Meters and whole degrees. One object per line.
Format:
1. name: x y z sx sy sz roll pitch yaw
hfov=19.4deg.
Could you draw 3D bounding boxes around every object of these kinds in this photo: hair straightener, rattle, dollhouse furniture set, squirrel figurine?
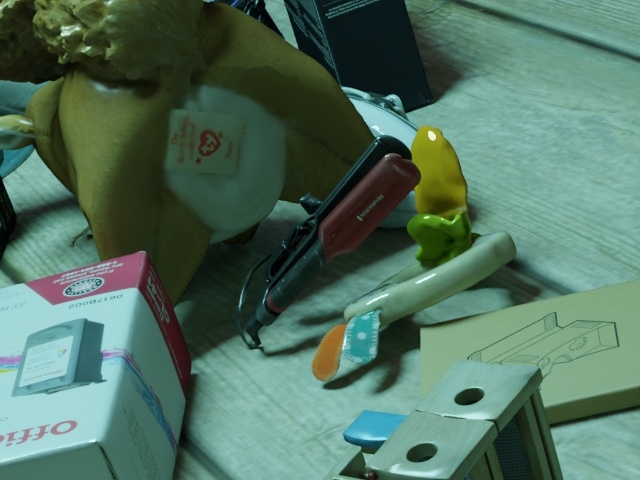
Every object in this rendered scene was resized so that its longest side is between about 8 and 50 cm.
1. hair straightener: 0.000 0.000 1.615 0.230 0.047 0.089 -53 22 20
2. rattle: 0.055 0.010 1.567 0.200 0.142 0.130 -25 20 -20
3. dollhouse furniture set: 0.054 0.165 1.265 0.184 0.129 0.129 4 33 37
4. squirrel figurine: -0.189 -0.146 1.767 0.281 0.397 0.370 -36 24 -15

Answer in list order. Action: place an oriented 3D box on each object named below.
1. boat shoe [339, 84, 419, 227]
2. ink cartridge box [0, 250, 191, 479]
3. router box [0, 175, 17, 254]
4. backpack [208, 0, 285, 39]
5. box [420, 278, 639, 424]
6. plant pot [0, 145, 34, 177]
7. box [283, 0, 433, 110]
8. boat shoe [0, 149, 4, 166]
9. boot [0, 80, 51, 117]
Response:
1. boat shoe: 0.033 -0.106 1.850 0.119 0.121 0.335 -24 28 -29
2. ink cartridge box: -0.236 0.152 1.490 0.226 0.131 0.306 -14 24 8
3. router box: -0.495 0.031 1.970 0.309 0.081 0.243 -13 25 10
4. backpack: -0.110 -0.164 2.044 0.117 0.158 0.173 -1 40 48
5. box: 0.177 0.093 1.463 0.201 0.021 0.164 -13 25 10
6. plant pot: -0.508 -0.193 2.234 0.272 0.255 0.271 -14 25 7
7. box: 0.025 -0.258 2.096 0.103 0.184 0.261 -18 25 -6
8. boat shoe: -0.465 -0.091 2.031 0.319 0.116 0.099 -3 -15 45
9. boot: -0.309 -0.190 1.993 0.161 0.246 0.083 -67 10 -10
